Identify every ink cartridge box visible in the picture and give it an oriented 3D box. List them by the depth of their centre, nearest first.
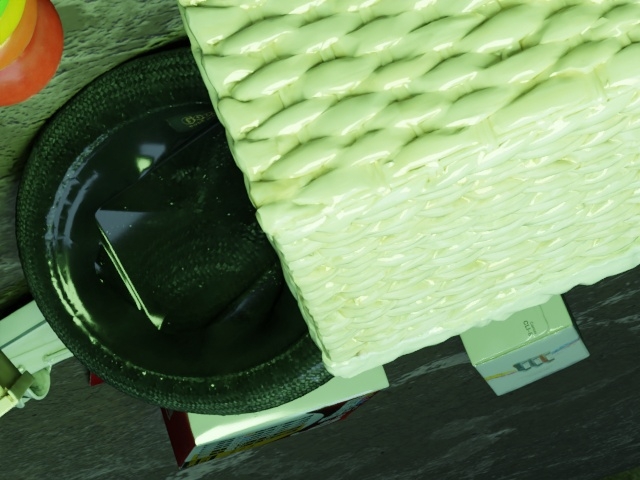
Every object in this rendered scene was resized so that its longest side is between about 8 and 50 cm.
[{"bbox_3d":[-0.096,0.151,2.005,0.272,0.130,0.309,-16,171,-9],"label":"ink cartridge box"},{"bbox_3d":[0.228,0.088,2.257,0.127,0.128,0.176,-24,159,6],"label":"ink cartridge box"}]

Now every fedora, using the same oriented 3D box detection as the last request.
[{"bbox_3d":[-0.075,-0.021,1.554,0.334,0.334,0.152,-32,-172,26],"label":"fedora"}]

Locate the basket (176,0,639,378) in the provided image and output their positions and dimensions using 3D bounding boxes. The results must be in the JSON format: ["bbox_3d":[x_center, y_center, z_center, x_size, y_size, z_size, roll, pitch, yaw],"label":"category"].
[{"bbox_3d":[0.084,-0.140,1.231,0.331,0.328,0.266,-22,158,1],"label":"basket"}]

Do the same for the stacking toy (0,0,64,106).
[{"bbox_3d":[-0.230,-0.160,1.161,0.141,0.141,0.330,-23,165,5],"label":"stacking toy"}]

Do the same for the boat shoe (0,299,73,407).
[{"bbox_3d":[-0.296,0.120,1.833,0.258,0.084,0.095,-31,-179,27],"label":"boat shoe"}]

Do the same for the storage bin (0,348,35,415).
[{"bbox_3d":[-0.373,0.156,1.524,0.260,0.123,0.262,-39,-176,-5],"label":"storage bin"}]
